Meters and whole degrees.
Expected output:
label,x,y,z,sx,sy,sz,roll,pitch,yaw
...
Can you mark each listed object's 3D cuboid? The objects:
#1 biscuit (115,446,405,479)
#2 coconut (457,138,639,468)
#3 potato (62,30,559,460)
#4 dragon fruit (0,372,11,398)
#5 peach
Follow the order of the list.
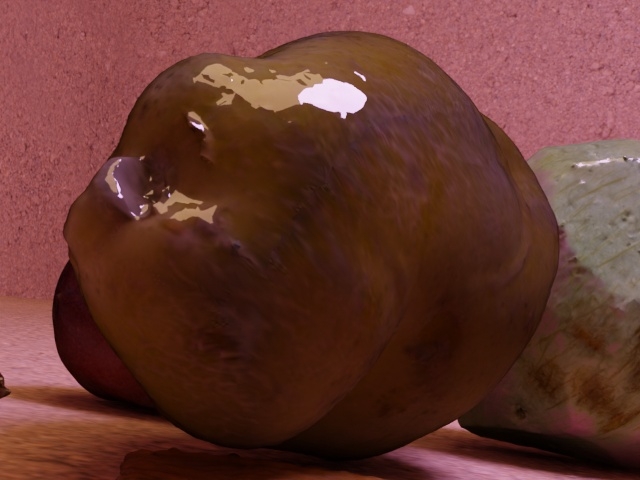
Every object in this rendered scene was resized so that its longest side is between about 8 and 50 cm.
label,x,y,z,sx,sy,sz,roll,pitch,yaw
biscuit,0.042,0.104,0.376,0.236,0.013,0.232,7,-3,-5
coconut,0.181,0.049,0.751,0.235,0.236,0.204,9,20,-19
potato,0.002,0.003,0.545,0.202,0.218,0.351,29,6,24
dragon fruit,-0.231,0.044,0.554,0.094,0.094,0.190,4,-16,43
peach,-0.103,0.046,0.710,0.152,0.152,0.152,8,-4,0
